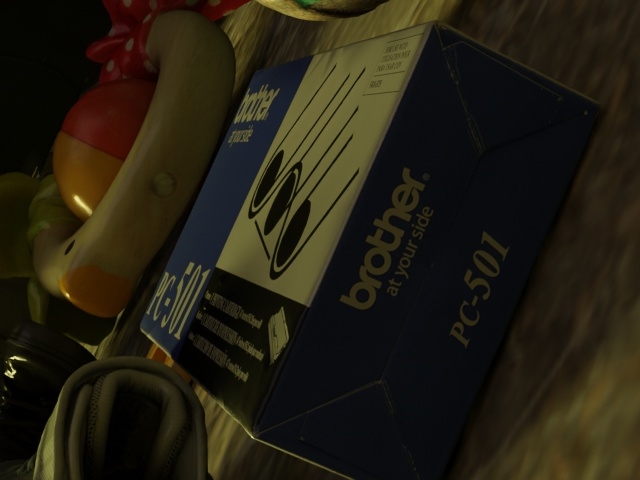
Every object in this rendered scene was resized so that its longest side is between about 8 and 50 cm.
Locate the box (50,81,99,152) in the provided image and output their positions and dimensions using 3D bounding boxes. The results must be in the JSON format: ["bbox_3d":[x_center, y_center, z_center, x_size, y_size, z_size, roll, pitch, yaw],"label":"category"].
[{"bbox_3d":[-0.311,-0.116,1.158,0.243,0.213,0.117,-42,-5,-31],"label":"box"}]

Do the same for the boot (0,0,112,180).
[{"bbox_3d":[-0.261,-0.237,1.042,0.445,0.367,0.146,-62,0,-20],"label":"boot"}]

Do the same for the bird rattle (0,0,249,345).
[{"bbox_3d":[-0.096,-0.051,0.846,0.253,0.143,0.207,-53,25,-1],"label":"bird rattle"}]

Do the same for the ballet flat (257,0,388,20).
[{"bbox_3d":[0.059,-0.216,0.513,0.106,0.107,0.316,2,73,55],"label":"ballet flat"}]

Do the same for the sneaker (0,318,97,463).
[{"bbox_3d":[-0.158,0.110,0.836,0.170,0.051,0.089,111,-175,-65],"label":"sneaker"}]

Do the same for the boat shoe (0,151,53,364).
[{"bbox_3d":[-0.256,0.095,1.159,0.355,0.132,0.130,-54,2,7],"label":"boat shoe"}]

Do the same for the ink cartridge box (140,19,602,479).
[{"bbox_3d":[0.000,0.000,0.435,0.097,0.046,0.207,-66,13,-3],"label":"ink cartridge box"}]

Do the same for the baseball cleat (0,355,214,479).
[{"bbox_3d":[-0.067,0.082,0.490,0.206,0.072,0.109,-152,71,-67],"label":"baseball cleat"}]

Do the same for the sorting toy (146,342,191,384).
[{"bbox_3d":[-0.145,0.169,0.711,0.348,0.047,0.196,-64,13,8],"label":"sorting toy"}]
